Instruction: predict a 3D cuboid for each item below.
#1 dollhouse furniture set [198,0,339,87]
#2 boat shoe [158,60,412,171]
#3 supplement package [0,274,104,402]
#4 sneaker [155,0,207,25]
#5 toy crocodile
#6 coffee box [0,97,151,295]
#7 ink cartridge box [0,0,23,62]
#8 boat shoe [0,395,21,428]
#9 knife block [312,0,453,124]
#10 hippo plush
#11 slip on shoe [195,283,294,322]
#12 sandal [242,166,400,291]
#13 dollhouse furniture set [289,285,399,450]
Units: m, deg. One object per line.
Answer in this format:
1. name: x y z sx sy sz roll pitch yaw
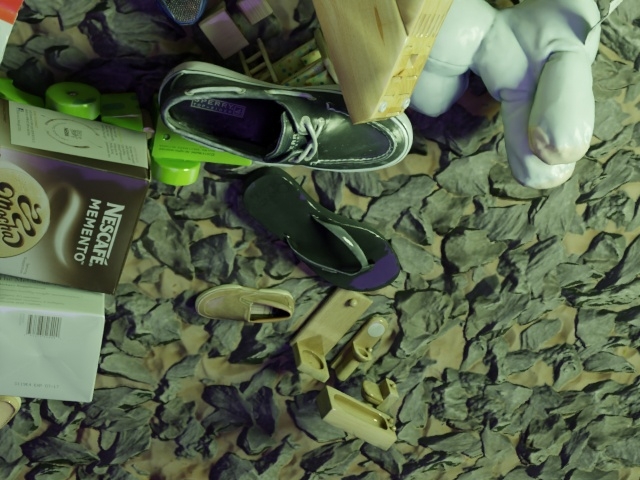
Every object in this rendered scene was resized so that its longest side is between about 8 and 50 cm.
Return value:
1. dollhouse furniture set: -0.025 -0.240 1.543 0.182 0.101 0.161 -31 122 11
2. boat shoe: -0.037 -0.130 1.488 0.301 0.102 0.108 14 115 -12
3. supplement package: -0.340 0.067 1.606 0.139 0.244 0.134 6 122 -13
4. sneaker: -0.169 -0.342 1.465 0.083 0.087 0.221 -9 123 -2
5. toy crocodile: -0.235 -0.140 1.585 0.340 0.105 0.115 1 124 -14
6. coffee box: -0.357 -0.061 1.475 0.297 0.119 0.168 12 120 -17
7. ink cartridge box: -0.428 -0.260 1.505 0.145 0.045 0.179 23 119 -22
8. boat shoe: -0.490 0.271 1.823 0.170 0.059 0.063 -35 121 13
9. knife block: 0.027 -0.299 1.446 0.242 0.088 0.276 31 111 20
10. hippo plush: 0.197 -0.200 1.520 0.236 0.234 0.294 10 146 -1
11. slip on shoe: -0.103 0.092 1.778 0.135 0.041 0.051 3 122 -11
12. sandal: -0.001 0.000 1.727 0.254 0.054 0.097 32 113 -25
13. dollhouse furniture set: 0.060 0.173 1.790 0.144 0.151 0.123 29 114 -26
